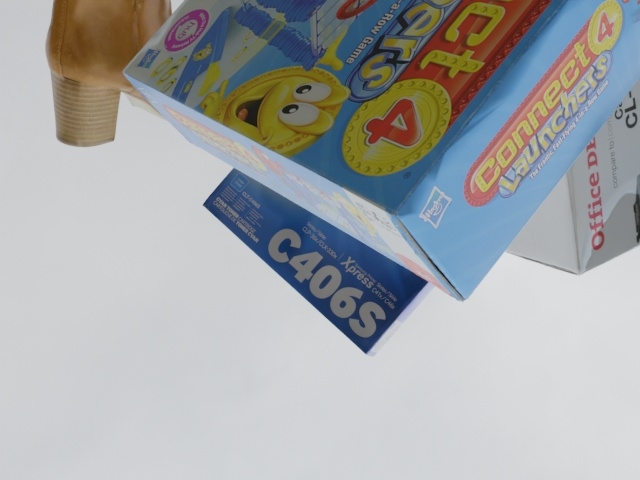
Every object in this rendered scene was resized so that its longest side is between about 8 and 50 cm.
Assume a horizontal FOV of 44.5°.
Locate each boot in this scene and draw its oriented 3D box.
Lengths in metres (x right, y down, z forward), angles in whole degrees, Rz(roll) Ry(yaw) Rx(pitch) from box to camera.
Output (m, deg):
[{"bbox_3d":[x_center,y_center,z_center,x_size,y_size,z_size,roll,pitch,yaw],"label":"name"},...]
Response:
[{"bbox_3d":[-0.181,-0.234,0.859,0.104,0.211,0.295,24,-150,16],"label":"boot"}]

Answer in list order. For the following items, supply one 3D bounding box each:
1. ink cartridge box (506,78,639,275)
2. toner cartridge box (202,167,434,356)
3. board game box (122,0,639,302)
[{"bbox_3d":[0.343,-0.122,0.876,0.306,0.226,0.131,-23,-158,-24],"label":"ink cartridge box"},{"bbox_3d":[0.000,0.000,1.192,0.348,0.075,0.165,41,-91,16],"label":"toner cartridge box"},{"bbox_3d":[0.060,-0.160,0.497,0.308,0.086,0.302,-51,-137,-7],"label":"board game box"}]
